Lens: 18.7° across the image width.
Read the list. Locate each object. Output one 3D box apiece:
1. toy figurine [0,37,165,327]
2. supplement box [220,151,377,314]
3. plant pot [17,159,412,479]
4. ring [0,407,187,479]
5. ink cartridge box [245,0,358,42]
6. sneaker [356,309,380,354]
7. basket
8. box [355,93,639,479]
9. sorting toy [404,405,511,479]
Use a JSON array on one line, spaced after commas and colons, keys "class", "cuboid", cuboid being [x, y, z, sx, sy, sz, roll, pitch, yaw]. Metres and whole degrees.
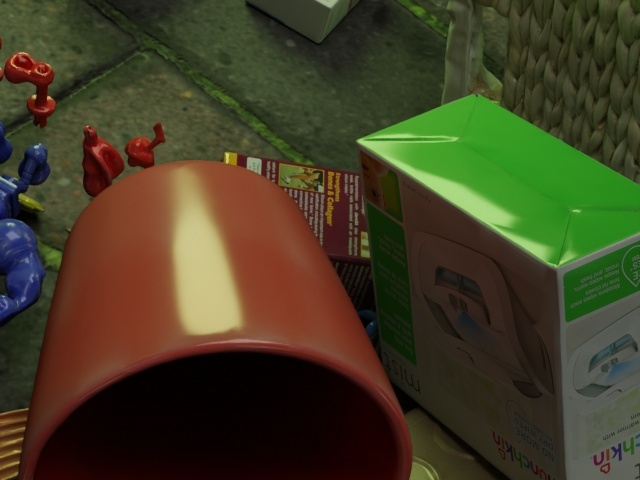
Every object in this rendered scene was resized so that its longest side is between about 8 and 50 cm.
[{"class": "toy figurine", "cuboid": [-0.321, -0.040, 1.533, 0.363, 0.191, 0.217, 29, 54, 10]}, {"class": "supplement box", "cuboid": [0.000, 0.000, 1.657, 0.188, 0.081, 0.104, 9, 49, -9]}, {"class": "plant pot", "cuboid": [-0.087, 0.089, 1.412, 0.275, 0.275, 0.243, 4, 41, -14]}, {"class": "ring", "cuboid": [-0.178, 0.266, 1.414, 0.337, 0.032, 0.336, 8, 49, -9]}, {"class": "ink cartridge box", "cuboid": [-0.003, -0.261, 1.896, 0.088, 0.052, 0.122, 30, 48, 10]}, {"class": "sneaker", "cuboid": [-0.013, 0.069, 1.611, 0.135, 0.058, 0.052, 3, 50, -13]}, {"class": "basket", "cuboid": [0.308, -0.171, 1.693, 0.331, 0.328, 0.266, -19, 42, -26]}, {"class": "box", "cuboid": [0.157, 0.046, 1.490, 0.127, 0.231, 0.262, -21, 34, -24]}, {"class": "sorting toy", "cuboid": [0.158, 0.178, 1.536, 0.307, 0.041, 0.229, -27, 36, -33]}]
